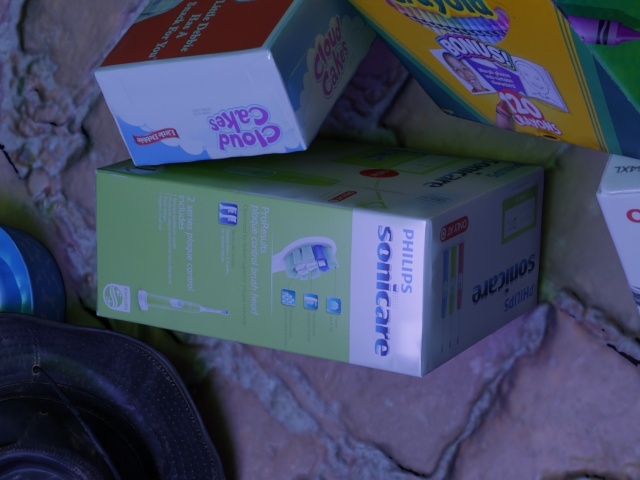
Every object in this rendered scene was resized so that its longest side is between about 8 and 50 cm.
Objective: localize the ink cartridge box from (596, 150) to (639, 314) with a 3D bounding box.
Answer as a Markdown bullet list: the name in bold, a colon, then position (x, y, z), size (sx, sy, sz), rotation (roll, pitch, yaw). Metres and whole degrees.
- **ink cartridge box**: position (0.291, 0.013, 1.250), size (0.148, 0.086, 0.203), rotation (-2, 131, 29)

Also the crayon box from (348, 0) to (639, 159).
- **crayon box**: position (0.138, -0.150, 1.246), size (0.081, 0.165, 0.278), rotation (-50, 30, -12)

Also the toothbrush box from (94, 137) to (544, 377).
- **toothbrush box**: position (0.000, 0.000, 1.394), size (0.283, 0.206, 0.122), rotation (10, 107, 29)

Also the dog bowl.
- **dog bowl**: position (-0.362, 0.059, 1.678), size (0.297, 0.074, 0.166), rotation (-2, 89, 28)

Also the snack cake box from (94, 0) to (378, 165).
- **snack cake box**: position (-0.040, -0.171, 1.395), size (0.152, 0.264, 0.089), rotation (-2, 127, 28)

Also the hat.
- **hat**: position (-0.250, 0.221, 1.540), size (0.331, 0.134, 0.331), rotation (5, 108, 16)
